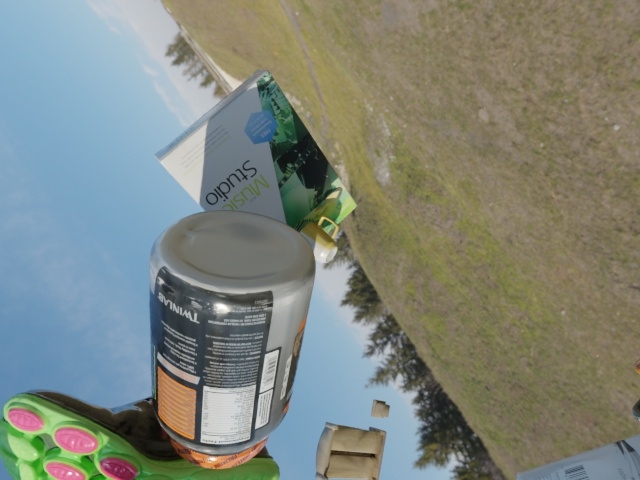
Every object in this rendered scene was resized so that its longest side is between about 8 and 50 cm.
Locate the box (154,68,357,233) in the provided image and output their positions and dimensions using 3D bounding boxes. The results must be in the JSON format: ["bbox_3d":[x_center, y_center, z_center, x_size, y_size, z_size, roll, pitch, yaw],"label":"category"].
[{"bbox_3d":[-0.099,-0.104,0.842,0.322,0.232,0.058,52,172,-36],"label":"box"}]

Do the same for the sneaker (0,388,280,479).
[{"bbox_3d":[-0.303,0.361,0.816,0.483,0.185,0.202,30,-168,-29],"label":"sneaker"}]

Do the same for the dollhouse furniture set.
[{"bbox_3d":[-0.003,0.582,1.241,0.303,0.355,0.174,24,161,-35],"label":"dollhouse furniture set"}]

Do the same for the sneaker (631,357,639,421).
[{"bbox_3d":[0.432,0.117,0.533,0.100,0.108,0.271,-31,-58,-62],"label":"sneaker"}]

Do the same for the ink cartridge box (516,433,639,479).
[{"bbox_3d":[0.510,0.447,0.718,0.129,0.308,0.223,43,-153,-33],"label":"ink cartridge box"}]

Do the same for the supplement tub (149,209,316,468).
[{"bbox_3d":[-0.130,0.146,0.650,0.207,0.207,0.337,-123,37,-51],"label":"supplement tub"}]

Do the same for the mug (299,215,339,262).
[{"bbox_3d":[-0.003,0.003,0.835,0.064,0.062,0.078,35,134,21],"label":"mug"}]
